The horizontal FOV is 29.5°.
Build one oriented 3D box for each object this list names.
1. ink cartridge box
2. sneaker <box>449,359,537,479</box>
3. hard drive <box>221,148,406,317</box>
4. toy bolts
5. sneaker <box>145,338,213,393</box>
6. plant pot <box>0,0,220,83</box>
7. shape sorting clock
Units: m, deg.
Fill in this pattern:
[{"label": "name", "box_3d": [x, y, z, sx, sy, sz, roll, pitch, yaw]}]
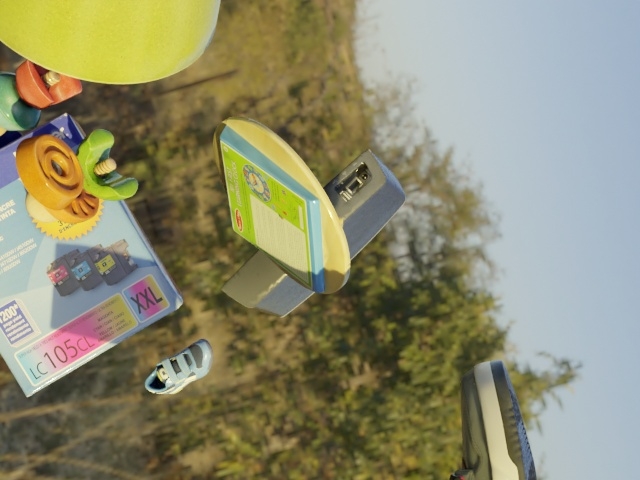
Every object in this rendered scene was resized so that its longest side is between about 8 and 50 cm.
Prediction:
[{"label": "ink cartridge box", "box_3d": [-0.418, -0.010, 1.808, 0.395, 0.270, 0.151, 59, -6, -5]}, {"label": "sneaker", "box_3d": [0.088, 0.250, 0.974, 0.124, 0.178, 0.295, 47, 38, -68]}, {"label": "hard drive", "box_3d": [0.000, 0.000, 1.568, 0.054, 0.254, 0.172, 48, 5, 17]}, {"label": "toy bolts", "box_3d": [-0.392, -0.119, 1.619, 0.228, 0.158, 0.218, 64, 25, -1]}, {"label": "sneaker", "box_3d": [-0.230, 0.210, 1.977, 0.059, 0.144, 0.053, 3, 53, -50]}, {"label": "plant pot", "box_3d": [-0.198, -0.357, 1.209, 0.293, 0.275, 0.275, 118, -34, -47]}, {"label": "shape sorting clock", "box_3d": [-0.040, -0.035, 1.227, 0.206, 0.040, 0.206, 38, -29, 25]}]
